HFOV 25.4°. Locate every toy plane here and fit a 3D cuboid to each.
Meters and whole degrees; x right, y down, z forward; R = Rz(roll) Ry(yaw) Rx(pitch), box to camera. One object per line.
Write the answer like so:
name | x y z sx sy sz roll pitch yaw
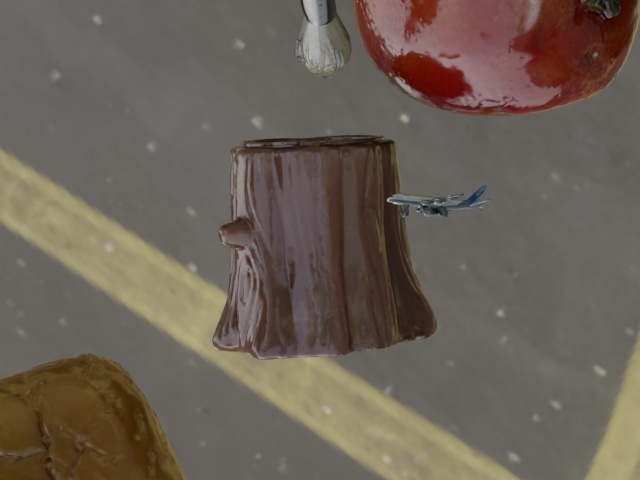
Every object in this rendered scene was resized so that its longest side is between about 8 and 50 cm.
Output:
toy plane | 0.097 -0.030 1.168 0.078 0.085 0.024 115 149 -78

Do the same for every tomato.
tomato | 0.183 -0.287 1.503 0.290 0.325 0.293 7 121 37

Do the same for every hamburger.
hamburger | -0.294 0.285 1.554 0.319 0.318 0.158 39 158 6

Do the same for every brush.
brush | -0.010 -0.215 0.999 0.042 0.039 0.299 29 155 24

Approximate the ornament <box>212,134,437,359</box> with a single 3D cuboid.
ornament | 0.000 0.000 1.498 0.221 0.235 0.217 -97 4 -84
